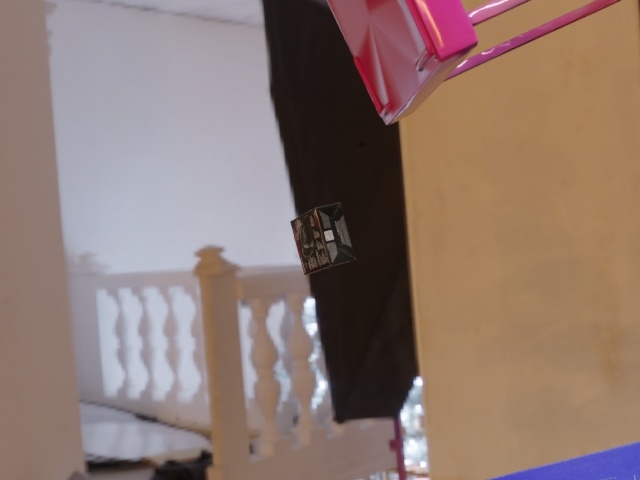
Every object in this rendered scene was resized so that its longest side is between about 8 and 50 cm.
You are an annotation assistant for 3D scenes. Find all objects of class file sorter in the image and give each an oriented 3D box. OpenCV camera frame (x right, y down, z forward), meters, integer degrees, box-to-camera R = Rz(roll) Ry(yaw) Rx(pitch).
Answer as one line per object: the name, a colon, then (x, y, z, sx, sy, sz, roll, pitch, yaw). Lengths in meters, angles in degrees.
file sorter: (0.063, -0.240, 0.507, 0.182, 0.291, 0.202, -25, 0, -2)

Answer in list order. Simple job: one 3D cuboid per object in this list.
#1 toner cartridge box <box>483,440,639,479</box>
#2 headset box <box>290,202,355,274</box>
toner cartridge box: (0.217, 0.153, 0.402, 0.348, 0.165, 0.075, -25, -44, 36)
headset box: (0.000, 0.000, 1.036, 0.032, 0.062, 0.083, -13, -5, -23)
